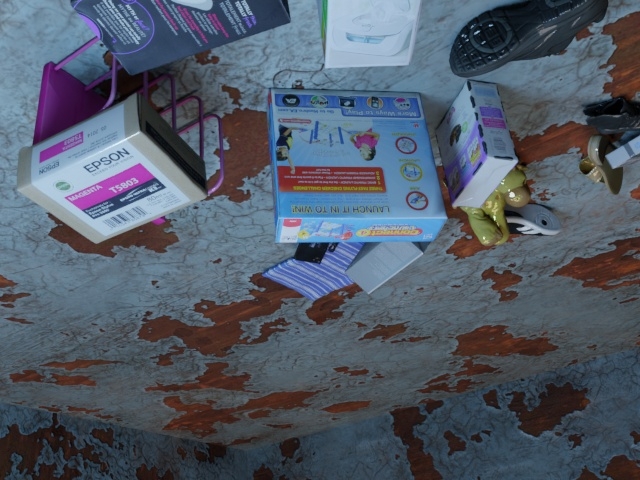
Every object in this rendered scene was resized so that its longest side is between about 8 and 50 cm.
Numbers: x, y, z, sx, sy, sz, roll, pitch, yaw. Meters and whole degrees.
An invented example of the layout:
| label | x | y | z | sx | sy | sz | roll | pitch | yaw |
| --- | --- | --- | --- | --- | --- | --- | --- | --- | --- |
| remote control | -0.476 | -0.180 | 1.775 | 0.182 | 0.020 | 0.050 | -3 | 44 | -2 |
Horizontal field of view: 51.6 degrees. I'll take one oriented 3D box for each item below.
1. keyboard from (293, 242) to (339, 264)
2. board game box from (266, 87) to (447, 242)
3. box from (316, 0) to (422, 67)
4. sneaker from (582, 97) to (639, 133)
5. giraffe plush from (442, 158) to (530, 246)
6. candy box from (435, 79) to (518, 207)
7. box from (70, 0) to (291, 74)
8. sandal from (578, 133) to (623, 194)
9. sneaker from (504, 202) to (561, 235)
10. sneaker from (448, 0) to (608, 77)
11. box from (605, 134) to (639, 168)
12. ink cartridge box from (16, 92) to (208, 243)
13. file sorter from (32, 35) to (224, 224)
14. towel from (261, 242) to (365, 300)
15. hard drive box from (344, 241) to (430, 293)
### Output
| label | x | y | z | sx | sy | sz | roll | pitch | yaw |
| --- | --- | --- | --- | --- | --- | --- | --- | --- | --- |
| keyboard | 0.000 | 0.000 | 1.765 | 0.108 | 0.023 | 0.180 | 10 | 139 | -14 |
| board game box | 0.059 | -0.146 | 1.262 | 0.309 | 0.301 | 0.086 | 0 | 150 | -10 |
| box | 0.058 | -0.401 | 0.859 | 0.127 | 0.261 | 0.231 | -4 | 151 | -3 |
| sneaker | 0.648 | -0.269 | 1.408 | 0.170 | 0.051 | 0.089 | -11 | 155 | 15 |
| giraffe plush | 0.421 | -0.112 | 1.570 | 0.170 | 0.181 | 0.210 | -37 | 104 | 27 |
| candy box | 0.308 | -0.192 | 1.333 | 0.070 | 0.196 | 0.164 | 3 | 149 | -15 |
| box | -0.200 | -0.379 | 0.965 | 0.271 | 0.143 | 0.165 | -14 | 151 | 12 |
| sandal | 0.644 | -0.184 | 1.555 | 0.079 | 0.088 | 0.240 | 14 | 169 | 39 |
| sneaker | 0.518 | -0.043 | 1.767 | 0.217 | 0.079 | 0.121 | 13 | 149 | -15 |
| sneaker | 0.365 | -0.356 | 1.158 | 0.286 | 0.109 | 0.130 | -22 | 153 | 29 |
| box | 0.743 | -0.225 | 1.460 | 0.145 | 0.038 | 0.186 | -14 | 165 | -45 |
| ink cartridge box | -0.333 | -0.107 | 1.078 | 0.235 | 0.088 | 0.193 | -21 | 146 | 15 |
| file sorter | -0.329 | -0.201 | 1.197 | 0.182 | 0.202 | 0.291 | -23 | 146 | 24 |
| towel | 0.034 | 0.084 | 1.925 | 0.336 | 0.040 | 0.243 | -25 | 145 | 30 |
| hard drive box | 0.188 | 0.006 | 1.664 | 0.089 | 0.181 | 0.232 | 43 | 137 | -4 |
